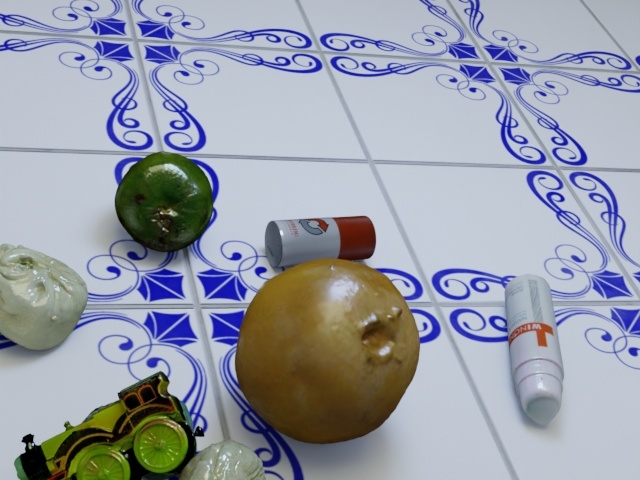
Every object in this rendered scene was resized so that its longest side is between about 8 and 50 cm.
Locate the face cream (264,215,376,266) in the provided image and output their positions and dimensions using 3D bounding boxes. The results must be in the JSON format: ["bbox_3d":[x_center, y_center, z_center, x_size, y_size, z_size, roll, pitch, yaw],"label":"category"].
[{"bbox_3d":[0.000,0.000,2.398,0.214,0.096,0.096,-4,41,-24],"label":"face cream"}]

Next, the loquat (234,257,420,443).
[{"bbox_3d":[0.008,0.187,1.980,0.328,0.328,0.328,10,37,-7],"label":"loquat"}]

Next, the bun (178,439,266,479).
[{"bbox_3d":[-0.159,0.411,1.740,0.134,0.220,0.220,-3,34,15],"label":"bun"}]

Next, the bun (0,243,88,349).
[{"bbox_3d":[-0.527,0.086,2.071,0.229,0.145,0.229,7,37,-5],"label":"bun"}]

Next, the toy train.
[{"bbox_3d":[-0.328,0.322,1.763,0.296,0.100,0.160,-28,81,-4],"label":"toy train"}]

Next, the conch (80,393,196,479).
[{"bbox_3d":[-0.288,0.322,1.870,0.188,0.122,0.176,18,58,8],"label":"conch"}]

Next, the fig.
[{"bbox_3d":[-0.324,-0.077,2.368,0.203,0.203,0.235,4,-1,-14],"label":"fig"}]

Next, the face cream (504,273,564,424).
[{"bbox_3d":[0.418,0.208,2.274,0.102,0.102,0.345,12,36,-4],"label":"face cream"}]
